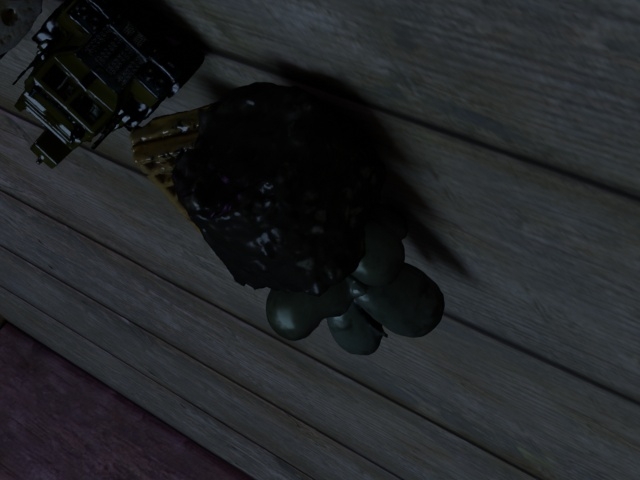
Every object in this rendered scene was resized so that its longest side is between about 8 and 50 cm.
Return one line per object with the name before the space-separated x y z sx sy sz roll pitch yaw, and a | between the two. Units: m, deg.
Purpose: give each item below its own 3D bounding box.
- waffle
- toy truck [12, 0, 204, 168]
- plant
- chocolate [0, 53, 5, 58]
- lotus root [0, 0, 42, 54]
waffle | -0.094 -0.062 1.476 0.102 0.042 0.148 -12 150 15
toy truck | -0.201 -0.142 1.463 0.127 0.127 0.257 44 162 -10
plant | 0.001 0.000 1.333 0.146 0.149 0.274 29 164 39
chocolate | -0.376 -0.238 1.720 0.147 0.072 0.070 39 163 -18
lotus root | -0.323 -0.227 1.530 0.122 0.112 0.081 49 169 -36
